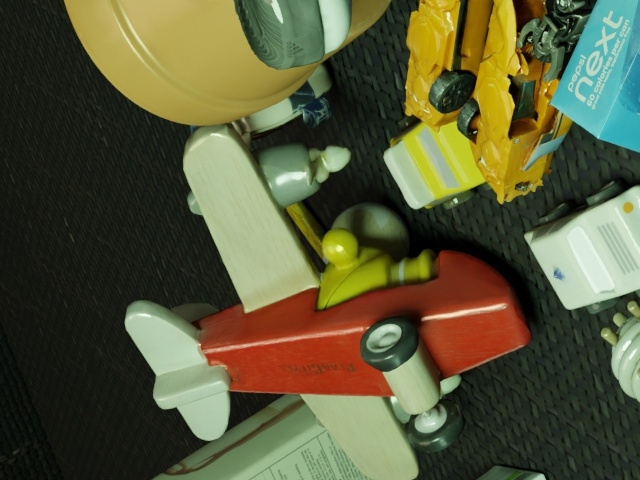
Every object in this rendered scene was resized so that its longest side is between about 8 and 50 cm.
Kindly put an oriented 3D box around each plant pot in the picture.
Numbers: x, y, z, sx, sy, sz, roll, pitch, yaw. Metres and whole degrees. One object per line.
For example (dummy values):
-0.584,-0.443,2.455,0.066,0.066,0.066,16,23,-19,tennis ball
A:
-0.064,-0.263,1.709,0.203,0.291,0.291,-10,108,50,plant pot

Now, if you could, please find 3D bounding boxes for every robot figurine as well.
0.146,-0.185,1.533,0.211,0.085,0.291,47,145,33,robot figurine

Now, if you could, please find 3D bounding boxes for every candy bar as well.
0.000,0.000,2.200,0.161,0.018,0.040,52,160,18,candy bar

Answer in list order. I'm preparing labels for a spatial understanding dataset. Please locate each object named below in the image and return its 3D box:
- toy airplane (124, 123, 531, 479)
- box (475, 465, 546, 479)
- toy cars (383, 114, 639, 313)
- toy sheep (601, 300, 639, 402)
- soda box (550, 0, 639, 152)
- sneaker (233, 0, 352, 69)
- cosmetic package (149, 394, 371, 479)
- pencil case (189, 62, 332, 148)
-0.002,0.072,1.954,0.384,0.272,0.386,28,142,0,toy airplane
0.216,0.363,2.049,0.203,0.114,0.103,63,158,-10,box
0.167,-0.029,1.709,0.393,0.087,0.176,38,149,44,toy cars
0.288,0.099,1.610,0.132,0.091,0.091,-121,17,-47,toy sheep
0.236,-0.165,1.253,0.210,0.067,0.071,-67,28,16,soda box
0.054,-0.314,1.308,0.169,0.257,0.448,87,179,-55,sneaker
-0.056,0.303,2.321,0.129,0.296,0.153,16,131,59,cosmetic package
-0.125,-0.291,1.911,0.183,0.159,0.410,-80,-30,-69,pencil case
